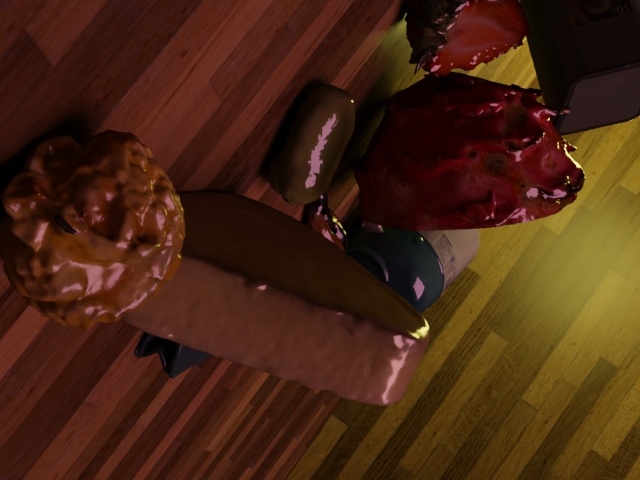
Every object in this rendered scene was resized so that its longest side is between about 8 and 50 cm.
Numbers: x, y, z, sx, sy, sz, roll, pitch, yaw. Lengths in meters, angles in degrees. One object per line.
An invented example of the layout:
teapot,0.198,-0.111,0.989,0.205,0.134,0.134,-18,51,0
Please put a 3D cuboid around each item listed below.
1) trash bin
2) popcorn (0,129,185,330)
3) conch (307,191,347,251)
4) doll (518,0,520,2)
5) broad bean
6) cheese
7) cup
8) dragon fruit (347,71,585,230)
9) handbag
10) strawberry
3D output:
trash bin,0.422,-0.379,1.711,0.158,0.344,0.223,-15,162,-1
popcorn,-0.205,-0.012,0.920,0.180,0.180,0.170,-51,-170,-18
conch,0.005,0.002,1.733,0.086,0.080,0.233,-51,166,-49
doll,0.300,-0.456,1.590,0.119,0.138,0.293,-99,-149,-54
broad bean,-0.006,-0.126,1.406,0.174,0.082,0.124,-58,163,14
cheese,-0.078,0.036,1.210,0.104,0.384,0.384,-67,163,13
cup,0.154,0.001,2.002,0.257,0.219,0.290,-43,131,-39
dragon fruit,0.228,-0.153,1.675,0.386,0.370,0.249,-102,-173,-75
handbag,-0.149,0.087,1.459,0.179,0.062,0.229,-61,165,22
strawberry,0.226,-0.342,1.542,0.228,0.098,0.174,-17,146,-31
